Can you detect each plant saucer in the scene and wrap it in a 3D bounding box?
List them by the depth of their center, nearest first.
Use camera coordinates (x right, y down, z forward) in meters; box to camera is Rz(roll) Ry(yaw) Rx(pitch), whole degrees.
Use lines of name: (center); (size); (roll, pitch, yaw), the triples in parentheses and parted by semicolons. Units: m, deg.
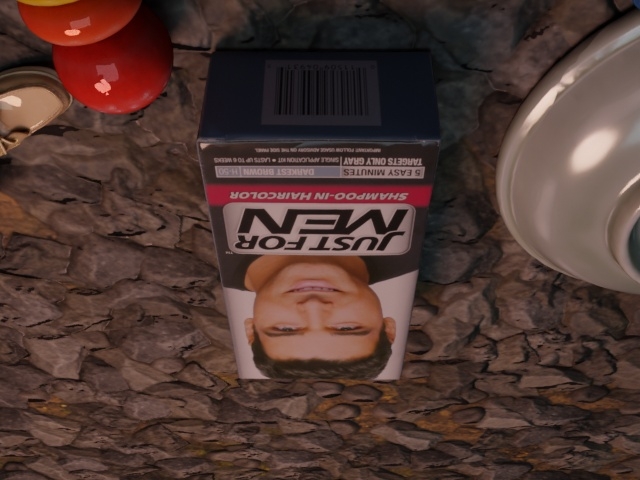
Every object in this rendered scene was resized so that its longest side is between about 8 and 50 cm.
plant saucer: (0.364, -0.046, 0.677); (0.400, 0.100, 0.400); (1, 142, 1)

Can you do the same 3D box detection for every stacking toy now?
stacking toy: (-0.173, -0.205, 0.473); (0.141, 0.141, 0.330); (-6, 146, 9)

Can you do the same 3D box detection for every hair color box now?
hair color box: (0.000, 0.000, 0.733); (0.185, 0.113, 0.374); (0, 142, 1)

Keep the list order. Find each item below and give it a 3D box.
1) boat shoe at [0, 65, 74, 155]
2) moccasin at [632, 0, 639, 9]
boat shoe: (-0.289, -0.097, 0.659); (0.170, 0.059, 0.063); (-18, 138, 23)
moccasin: (0.308, -0.162, 0.495); (0.342, 0.138, 0.117); (41, 91, -15)
